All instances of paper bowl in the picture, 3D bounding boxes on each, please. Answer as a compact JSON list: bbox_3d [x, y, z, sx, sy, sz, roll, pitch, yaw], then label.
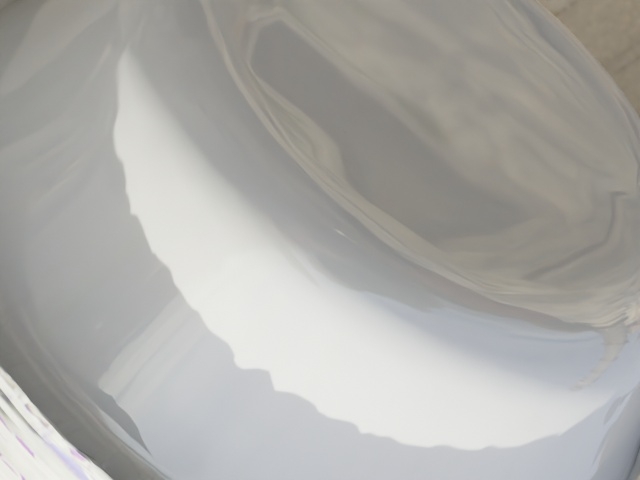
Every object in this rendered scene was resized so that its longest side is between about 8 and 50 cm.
[{"bbox_3d":[0.000,0.000,0.433,0.284,0.284,0.148,-20,157,-47],"label":"paper bowl"}]
